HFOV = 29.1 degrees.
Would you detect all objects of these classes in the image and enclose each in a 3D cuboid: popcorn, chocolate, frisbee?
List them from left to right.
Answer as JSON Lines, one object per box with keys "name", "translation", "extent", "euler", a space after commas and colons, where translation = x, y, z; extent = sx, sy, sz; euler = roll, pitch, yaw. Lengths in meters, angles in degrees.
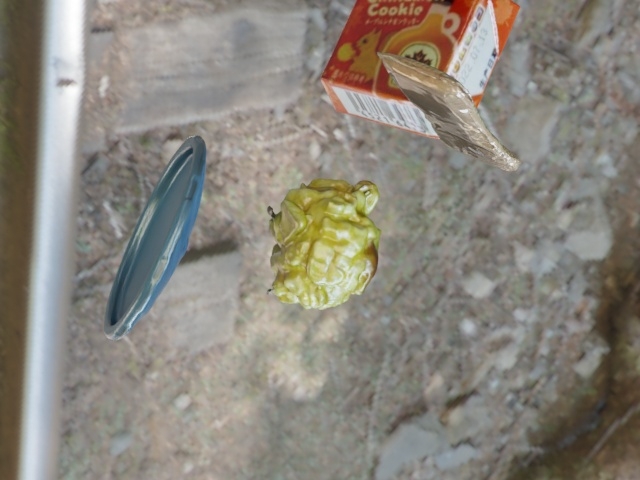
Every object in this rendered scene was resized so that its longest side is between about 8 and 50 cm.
{"name": "frisbee", "translation": [-0.203, 0.001, 1.610], "extent": [0.049, 0.289, 0.290], "euler": [25, 103, -17]}
{"name": "popcorn", "translation": [0.002, 0.001, 1.849], "extent": [0.169, 0.218, 0.189], "euler": [3, 107, -10]}
{"name": "chocolate", "translation": [0.139, -0.287, 1.833], "extent": [0.108, 0.237, 0.235], "euler": [36, 77, -52]}

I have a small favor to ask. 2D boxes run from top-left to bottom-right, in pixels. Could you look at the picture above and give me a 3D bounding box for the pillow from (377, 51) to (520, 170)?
{"name": "pillow", "translation": [0.149, -0.147, 1.416], "extent": [0.034, 0.135, 0.211], "euler": [-58, 142, -7]}
